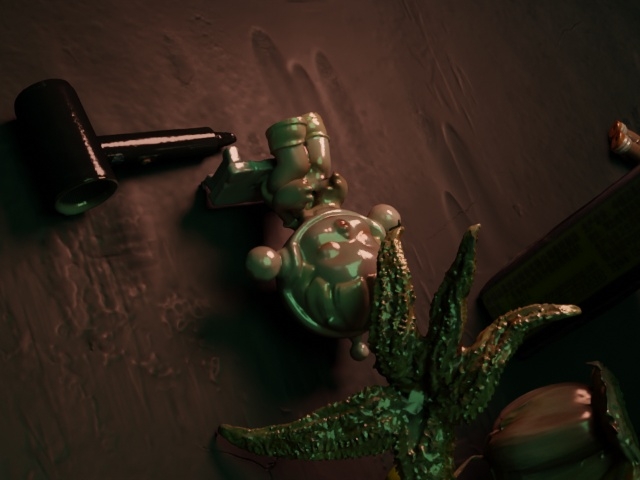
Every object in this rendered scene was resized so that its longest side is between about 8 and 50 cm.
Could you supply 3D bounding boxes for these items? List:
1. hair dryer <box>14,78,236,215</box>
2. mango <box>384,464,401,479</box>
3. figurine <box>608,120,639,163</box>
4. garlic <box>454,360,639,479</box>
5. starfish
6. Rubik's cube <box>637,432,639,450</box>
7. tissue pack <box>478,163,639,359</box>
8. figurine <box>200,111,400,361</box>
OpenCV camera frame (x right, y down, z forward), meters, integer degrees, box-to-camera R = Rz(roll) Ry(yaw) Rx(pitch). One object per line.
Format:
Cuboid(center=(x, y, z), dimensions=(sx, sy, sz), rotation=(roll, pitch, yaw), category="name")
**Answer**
Cuboid(center=(-0.198, -0.111, 1.299), dimensions=(0.255, 0.070, 0.128), rotation=(-12, 68, -45), category="hair dryer")
Cuboid(center=(0.092, 0.274, 1.240), dimensions=(0.073, 0.056, 0.108), rotation=(38, 58, -7), category="mango")
Cuboid(center=(0.512, -0.126, 1.739), dimensions=(0.197, 0.093, 0.147), rotation=(26, 40, -16), category="figurine")
Cuboid(center=(0.241, 0.216, 1.257), dimensions=(0.256, 0.207, 0.207), rotation=(11, 56, -37), category="garlic")
Cuboid(center=(0.091, 0.118, 1.187), dimensions=(0.301, 0.084, 0.293), rotation=(23, 90, 13), category="starfish")
Cuboid(center=(0.604, 0.247, 1.421), dimensions=(0.301, 0.305, 0.304), rotation=(-29, 81, -41), category="Rubik's cube")
Cuboid(center=(0.395, -0.034, 1.402), dimensions=(0.288, 0.394, 0.124), rotation=(-27, 79, -42), category="tissue pack")
Cuboid(center=(-0.009, 0.005, 1.300), dimensions=(0.182, 0.144, 0.257), rotation=(4, 55, -55), category="figurine")
